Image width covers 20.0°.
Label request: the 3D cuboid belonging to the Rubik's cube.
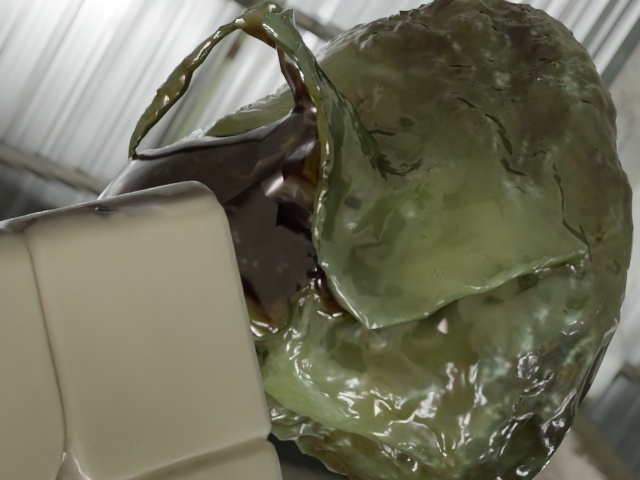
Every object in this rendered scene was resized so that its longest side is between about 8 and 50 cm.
[{"bbox_3d":[-0.198,0.157,0.676,0.291,0.292,0.290,-15,-177,-44],"label":"Rubik's cube"}]

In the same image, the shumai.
[{"bbox_3d":[0.000,0.000,1.300,0.348,0.395,0.395,8,-151,-32],"label":"shumai"}]
